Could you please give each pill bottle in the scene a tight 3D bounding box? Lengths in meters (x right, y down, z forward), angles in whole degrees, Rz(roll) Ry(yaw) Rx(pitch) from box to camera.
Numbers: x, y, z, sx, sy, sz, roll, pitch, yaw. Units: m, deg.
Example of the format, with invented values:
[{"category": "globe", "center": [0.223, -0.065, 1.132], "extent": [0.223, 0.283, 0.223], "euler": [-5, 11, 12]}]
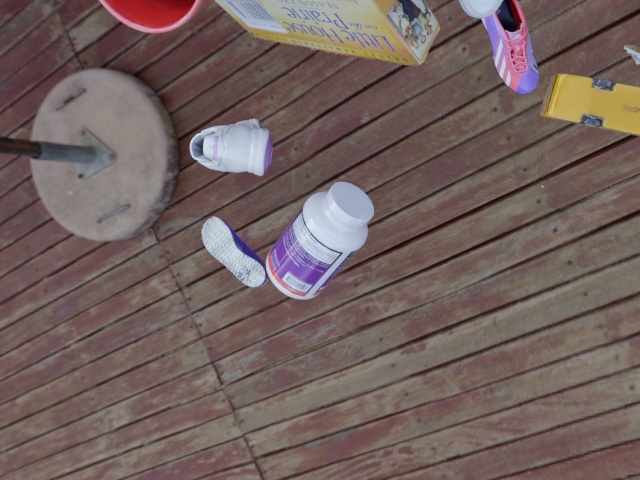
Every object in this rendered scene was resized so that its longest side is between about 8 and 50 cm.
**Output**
[{"category": "pill bottle", "center": [0.000, 0.000, 1.475], "extent": [0.181, 0.181, 0.323], "euler": [48, 130, 11]}]

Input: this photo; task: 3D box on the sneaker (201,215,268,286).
[{"category": "sneaker", "center": [-0.281, 0.047, 1.919], "extent": [0.102, 0.146, 0.293], "euler": [-43, 78, 5]}]

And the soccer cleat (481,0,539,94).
[{"category": "soccer cleat", "center": [0.523, -0.533, 1.548], "extent": [0.108, 0.116, 0.318], "euler": [-27, 115, 7]}]

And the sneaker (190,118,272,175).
[{"category": "sneaker", "center": [-0.189, -0.200, 1.161], "extent": [0.152, 0.305, 0.114], "euler": [5, 98, -15]}]

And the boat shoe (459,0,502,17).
[{"category": "boat shoe", "center": [0.218, -0.391, 0.738], "extent": [0.083, 0.076, 0.226], "euler": [-1, 135, 8]}]

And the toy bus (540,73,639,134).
[{"category": "toy bus", "center": [0.718, -0.316, 1.370], "extent": [0.332, 0.130, 0.108], "euler": [14, 103, 9]}]

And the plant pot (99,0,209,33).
[{"category": "plant pot", "center": [-0.279, -0.565, 1.093], "extent": [0.274, 0.243, 0.275], "euler": [12, 126, 16]}]

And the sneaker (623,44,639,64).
[{"category": "sneaker", "center": [0.799, -0.462, 1.435], "extent": [0.083, 0.031, 0.037], "euler": [43, 152, 26]}]

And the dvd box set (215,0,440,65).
[{"category": "dvd box set", "center": [-0.094, -0.333, 0.568], "extent": [0.307, 0.420, 0.062], "euler": [27, 88, 40]}]
